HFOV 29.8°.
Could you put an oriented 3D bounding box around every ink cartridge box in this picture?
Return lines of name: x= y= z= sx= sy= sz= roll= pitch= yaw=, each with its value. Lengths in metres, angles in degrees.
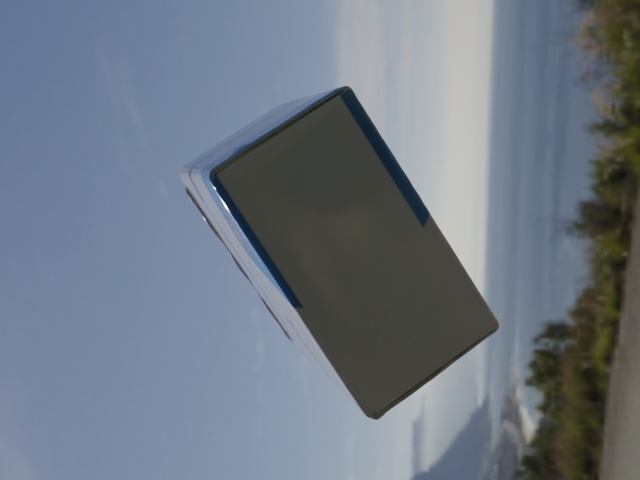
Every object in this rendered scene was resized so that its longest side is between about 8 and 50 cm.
ink cartridge box: x=0.000 y=0.000 z=1.022 sx=0.223 sy=0.129 sz=0.307 roll=56 pitch=173 yaw=-9
